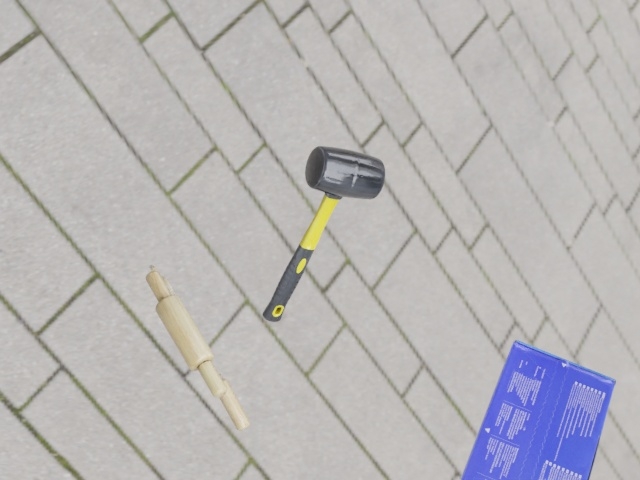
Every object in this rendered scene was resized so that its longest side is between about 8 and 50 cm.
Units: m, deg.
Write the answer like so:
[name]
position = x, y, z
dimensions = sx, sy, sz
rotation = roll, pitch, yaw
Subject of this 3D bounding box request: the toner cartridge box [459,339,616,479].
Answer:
[toner cartridge box]
position = 0.297, 0.317, 1.372
dimensions = 0.165, 0.075, 0.348
rotation = 23, 50, 11

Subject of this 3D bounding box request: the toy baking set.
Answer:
[toy baking set]
position = -0.154, 0.118, 1.109
dimensions = 0.030, 0.197, 0.256
rotation = -30, 71, -12

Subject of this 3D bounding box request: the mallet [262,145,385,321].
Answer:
[mallet]
position = 0.000, 0.000, 0.836
dimensions = 0.062, 0.190, 0.039
rotation = 2, 40, -23
